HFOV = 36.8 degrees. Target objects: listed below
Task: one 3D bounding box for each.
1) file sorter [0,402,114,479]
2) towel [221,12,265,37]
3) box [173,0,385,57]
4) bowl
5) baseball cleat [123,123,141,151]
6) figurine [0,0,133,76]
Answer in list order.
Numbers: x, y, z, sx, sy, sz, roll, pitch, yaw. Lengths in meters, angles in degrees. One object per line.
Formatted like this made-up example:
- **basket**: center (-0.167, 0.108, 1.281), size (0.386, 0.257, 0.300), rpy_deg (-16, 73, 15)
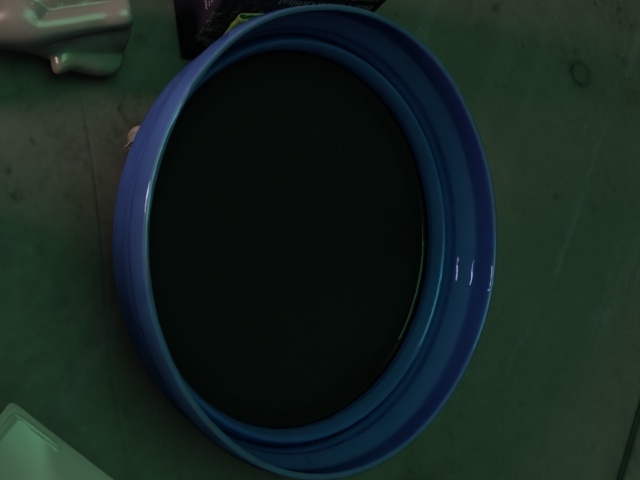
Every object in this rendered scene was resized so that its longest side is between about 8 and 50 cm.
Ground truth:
- **file sorter**: center (-0.179, 0.289, 0.639), size (0.277, 0.173, 0.193), rpy_deg (41, 43, -12)
- **towel**: center (-0.026, -0.174, 0.899), size (0.151, 0.113, 0.023), rpy_deg (-5, 74, -27)
- **box**: center (-0.038, -0.238, 0.884), size (0.155, 0.158, 0.093), rpy_deg (-3, 76, -27)
- **bowl**: center (0.000, 0.000, 0.820), size (0.391, 0.077, 0.392), rpy_deg (-2, 93, -41)
- **baseball cleat**: center (-0.086, -0.032, 0.863), size (0.109, 0.072, 0.206), rpy_deg (-44, 108, -36)
- **figurine**: center (-0.281, -0.234, 0.798), size (0.209, 0.092, 0.215), rpy_deg (-13, 88, -25)
